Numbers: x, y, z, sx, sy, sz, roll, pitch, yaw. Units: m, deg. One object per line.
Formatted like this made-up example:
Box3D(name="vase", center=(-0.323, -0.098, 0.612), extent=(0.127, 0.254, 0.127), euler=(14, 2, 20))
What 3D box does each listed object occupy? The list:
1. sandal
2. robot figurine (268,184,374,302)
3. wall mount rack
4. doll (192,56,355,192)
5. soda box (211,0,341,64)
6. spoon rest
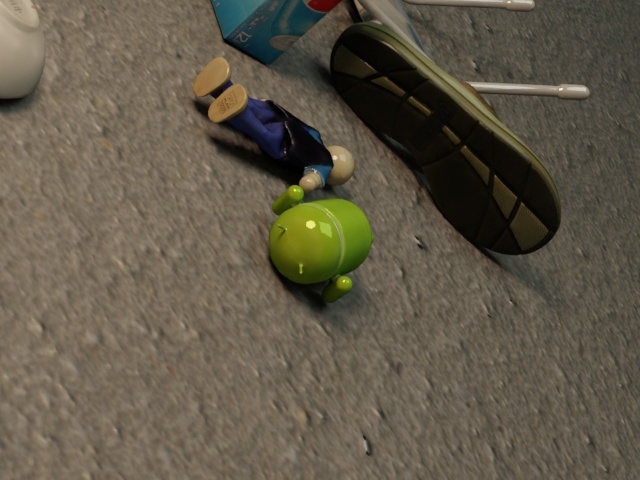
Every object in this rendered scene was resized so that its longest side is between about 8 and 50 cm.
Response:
Box3D(name="sandal", center=(0.140, -0.115, 1.748), extent=(0.303, 0.120, 0.086), euler=(48, 36, -5))
Box3D(name="robot figurine", center=(0.000, 0.000, 1.433), extent=(0.101, 0.067, 0.115), euler=(63, 27, 6))
Box3D(name="wall mount rack", center=(0.140, -0.266, 1.923), extent=(0.304, 0.130, 0.350), euler=(39, 21, -35))
Box3D(name="doll", center=(-0.033, -0.091, 1.527), extent=(0.189, 0.046, 0.129), euler=(30, 22, -49))
Box3D(name="soda box", center=(-0.006, -0.264, 1.611), extent=(0.067, 0.210, 0.071), euler=(26, 34, -42))
Box3D(name="spoon rest", center=(-0.273, -0.153, 1.199), extent=(0.137, 0.084, 0.276), euler=(53, 12, 1))
